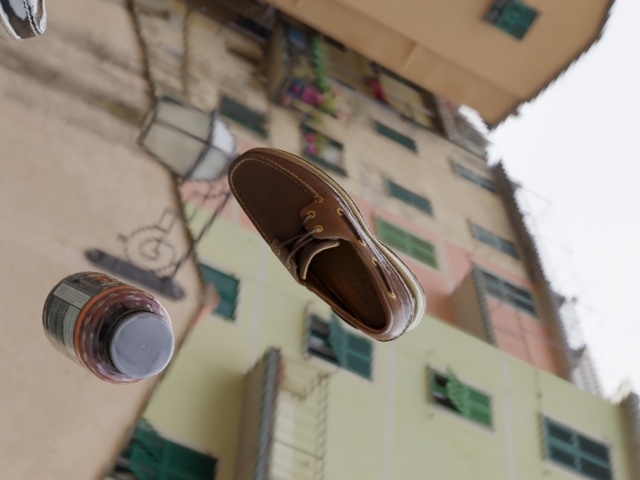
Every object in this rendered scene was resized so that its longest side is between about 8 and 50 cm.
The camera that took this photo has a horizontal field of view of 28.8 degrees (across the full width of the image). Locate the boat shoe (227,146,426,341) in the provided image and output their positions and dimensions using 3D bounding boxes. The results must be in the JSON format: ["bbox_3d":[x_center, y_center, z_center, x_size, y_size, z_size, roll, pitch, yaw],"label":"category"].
[{"bbox_3d":[0.000,0.001,0.880,0.064,0.178,0.060,-48,171,19],"label":"boat shoe"}]

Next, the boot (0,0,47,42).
[{"bbox_3d":[-0.250,-0.374,1.399,0.377,0.284,0.138,96,-12,-50],"label":"boot"}]

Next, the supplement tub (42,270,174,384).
[{"bbox_3d":[-0.226,0.096,1.350,0.198,0.106,0.106,14,-101,60],"label":"supplement tub"}]
